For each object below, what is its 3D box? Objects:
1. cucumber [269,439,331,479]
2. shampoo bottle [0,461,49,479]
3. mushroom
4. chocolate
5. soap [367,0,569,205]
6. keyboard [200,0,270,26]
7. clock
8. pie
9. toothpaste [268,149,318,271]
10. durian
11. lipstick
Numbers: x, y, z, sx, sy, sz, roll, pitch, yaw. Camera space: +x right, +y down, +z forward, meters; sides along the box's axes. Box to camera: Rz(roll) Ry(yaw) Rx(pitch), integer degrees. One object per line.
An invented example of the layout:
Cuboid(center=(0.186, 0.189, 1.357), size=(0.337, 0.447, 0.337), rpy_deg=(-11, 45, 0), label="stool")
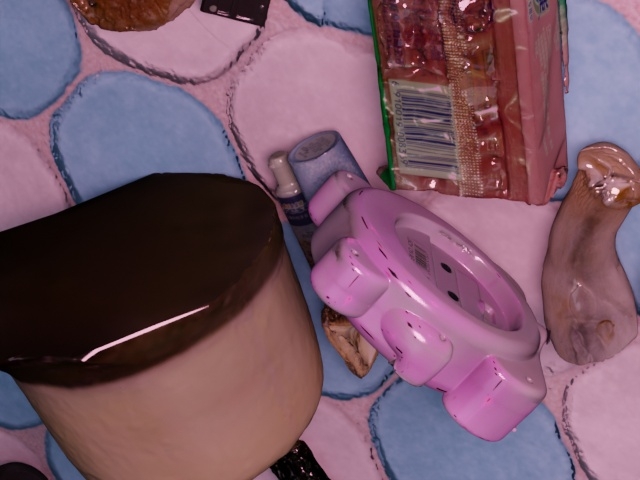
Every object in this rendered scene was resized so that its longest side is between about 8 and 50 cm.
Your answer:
Cuboid(center=(-0.003, 0.288, 2.014), size=(0.053, 0.053, 0.181), rpy_deg=(-25, 108, 36), label="cucumber")
Cuboid(center=(-0.443, 0.375, 2.256), size=(0.101, 0.101, 0.284), rpy_deg=(47, 129, -7), label="shampoo bottle")
Cuboid(center=(0.255, 0.009, 1.687), size=(0.092, 0.081, 0.223), rpy_deg=(21, 127, 32), label="mushroom")
Cuboid(center=(-0.162, 0.126, 1.813), size=(0.314, 0.326, 0.297), rpy_deg=(-138, 32, -60), label="chocolate")
Cuboid(center=(0.129, -0.162, 1.626), size=(0.217, 0.098, 0.273), rpy_deg=(5, 122, 23), label="soap")
Cuboid(center=(-0.063, -0.292, 1.683), size=(0.067, 0.011, 0.202), rpy_deg=(12, 128, -7), label="keyboard")
Cuboid(center=(0.096, 0.051, 1.672), size=(0.248, 0.228, 0.090), rpy_deg=(35, 113, -19), label="clock")
Cuboid(center=(-0.192, -0.295, 1.734), size=(0.195, 0.046, 0.195), rpy_deg=(10, 123, 16), label="pie")
Cuboid(center=(0.000, 0.000, 1.836), size=(0.062, 0.037, 0.216), rpy_deg=(-7, 124, 32), label="toothpaste")
Cuboid(center=(0.024, 0.098, 1.850), size=(0.052, 0.066, 0.130), rpy_deg=(11, 159, 27), label="durian")
Cuboid(center=(0.052, 0.017, 1.804), size=(0.068, 0.061, 0.274), rpy_deg=(-23, 115, 11), label="lipstick")
